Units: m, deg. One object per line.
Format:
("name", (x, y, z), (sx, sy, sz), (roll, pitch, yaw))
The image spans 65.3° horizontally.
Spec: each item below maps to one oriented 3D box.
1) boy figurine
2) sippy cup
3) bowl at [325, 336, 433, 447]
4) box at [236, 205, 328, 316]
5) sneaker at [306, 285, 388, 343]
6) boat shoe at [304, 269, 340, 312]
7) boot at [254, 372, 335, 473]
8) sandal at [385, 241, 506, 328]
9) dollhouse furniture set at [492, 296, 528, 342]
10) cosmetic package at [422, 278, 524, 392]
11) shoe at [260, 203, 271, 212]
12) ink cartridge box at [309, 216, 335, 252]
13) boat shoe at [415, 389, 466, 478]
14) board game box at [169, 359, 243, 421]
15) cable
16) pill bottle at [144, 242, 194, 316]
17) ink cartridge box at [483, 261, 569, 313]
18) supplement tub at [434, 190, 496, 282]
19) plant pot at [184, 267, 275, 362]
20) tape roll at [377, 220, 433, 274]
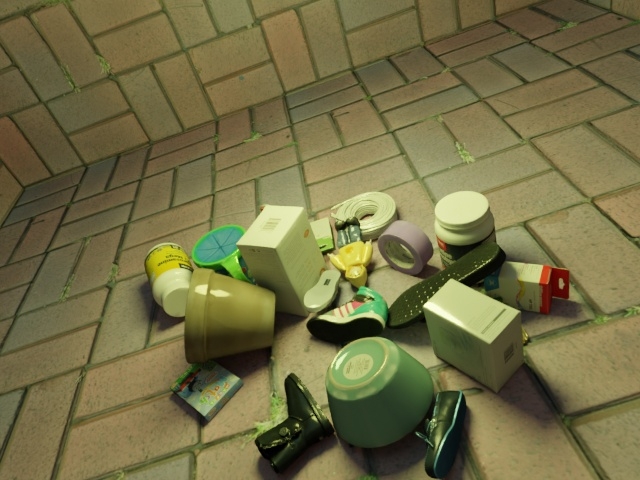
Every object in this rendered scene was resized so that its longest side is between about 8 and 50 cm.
("boy figurine", (0.112, 0.054, 1.874), (0.177, 0.092, 0.285), (-14, 53, 11))
("sippy cup", (-0.360, 0.095, 1.991), (0.240, 0.224, 0.306), (-10, 38, 17))
("bowl", (0.138, 0.389, 1.386), (0.311, 0.163, 0.311), (-23, 26, 12))
("box", (-0.122, 0.075, 1.798), (0.168, 0.345, 0.215), (5, 44, 31))
("sneaker", (0.104, 0.239, 1.676), (0.295, 0.124, 0.178), (-10, 26, 34))
("boat shoe", (0.015, 0.196, 1.755), (0.095, 0.084, 0.258), (10, 27, 21))
("boot", (-0.104, 0.522, 1.447), (0.207, 0.094, 0.246), (-29, 44, -16))
("sandal", (0.390, 0.174, 1.564), (0.445, 0.107, 0.167), (-36, 16, 23))
("dollhouse furniture set", (0.558, 0.242, 1.498), (0.076, 0.059, 0.152), (-17, 37, 7))
("cosmetic package", (0.427, 0.263, 1.398), (0.138, 0.224, 0.224), (-38, 40, -21))
("shoe", (-0.243, -0.110, 2.317), (0.081, 0.064, 0.178), (-36, 43, -26))
("ink cartridge box", (0.000, 0.000, 2.065), (0.108, 0.062, 0.209), (-17, 38, 6))
("boat shoe", (0.309, 0.499, 1.291), (0.089, 0.109, 0.258), (-4, 24, 33))
("board game box", (-0.384, 0.487, 1.674), (0.211, 0.039, 0.160), (19, 52, 40))
("cable", (0.193, -0.099, 2.073), (0.257, 0.089, 0.257), (-28, 39, -9))
("pill bottle", (-0.607, 0.162, 2.059), (0.187, 0.188, 0.334), (-30, 38, -11))
("ink cartridge box", (0.627, 0.143, 1.524), (0.231, 0.134, 0.078), (6, 44, 32))
("supplement tub", (0.485, -0.006, 1.662), (0.191, 0.272, 0.191), (-14, 37, 11))
("plant pot", (-0.299, 0.260, 1.713), (0.280, 0.323, 0.323), (3, 38, -7))
("tape roll", (0.301, 0.026, 1.781), (0.189, 0.189, 0.080), (18, 52, 40))
